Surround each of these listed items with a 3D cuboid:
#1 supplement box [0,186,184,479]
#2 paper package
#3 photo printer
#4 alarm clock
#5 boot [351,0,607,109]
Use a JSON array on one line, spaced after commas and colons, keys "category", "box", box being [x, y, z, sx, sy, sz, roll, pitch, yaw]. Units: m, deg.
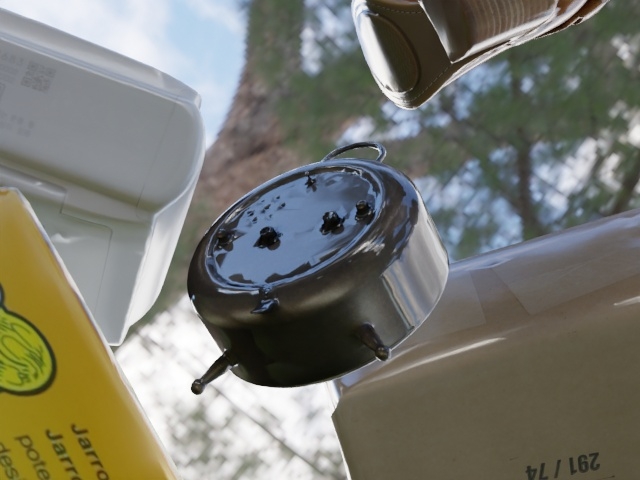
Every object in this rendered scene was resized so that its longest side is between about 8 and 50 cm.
[{"category": "supplement box", "box": [-0.208, 0.128, 0.390, 0.194, 0.356, 0.195, -44, -112, 33]}, {"category": "paper package", "box": [0.182, 0.168, 1.416, 0.324, 0.168, 0.310, -16, -63, -1]}, {"category": "photo printer", "box": [-0.209, -0.036, 1.047, 0.256, 0.107, 0.307, 20, -21, -3]}, {"category": "alarm clock", "box": [0.000, 0.000, 0.881, 0.129, 0.192, 0.064, -13, -59, 23]}, {"category": "boot", "box": [0.155, -0.207, 1.382, 0.109, 0.220, 0.283, 63, -18, 1]}]
